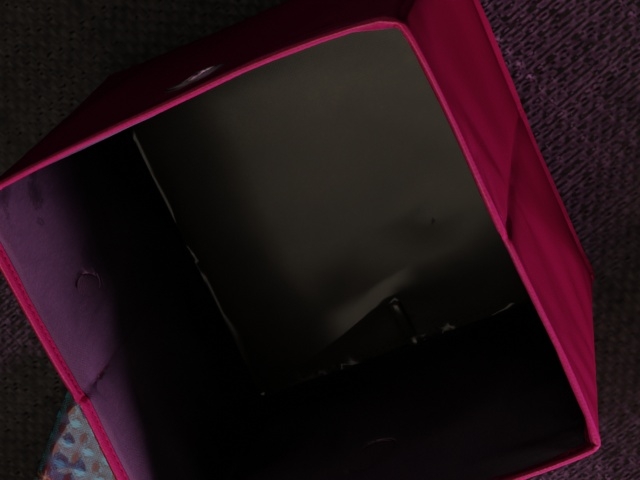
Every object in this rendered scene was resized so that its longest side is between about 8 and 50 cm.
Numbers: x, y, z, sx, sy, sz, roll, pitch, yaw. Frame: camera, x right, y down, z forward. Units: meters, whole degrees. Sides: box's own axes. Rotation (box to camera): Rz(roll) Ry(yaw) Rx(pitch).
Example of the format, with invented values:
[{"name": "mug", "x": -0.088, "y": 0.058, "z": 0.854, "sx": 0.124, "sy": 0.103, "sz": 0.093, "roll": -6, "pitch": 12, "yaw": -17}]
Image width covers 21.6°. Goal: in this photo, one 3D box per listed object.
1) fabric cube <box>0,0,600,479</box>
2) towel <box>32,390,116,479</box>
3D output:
[{"name": "fabric cube", "x": 0.000, "y": 0.000, "z": 0.971, "sx": 0.254, "sy": 0.258, "sz": 0.259, "roll": -22, "pitch": 105, "yaw": 17}, {"name": "towel", "x": -0.047, "y": 0.285, "z": 1.143, "sx": 0.370, "sy": 0.040, "sz": 0.271, "roll": 20, "pitch": 86, "yaw": 2}]
